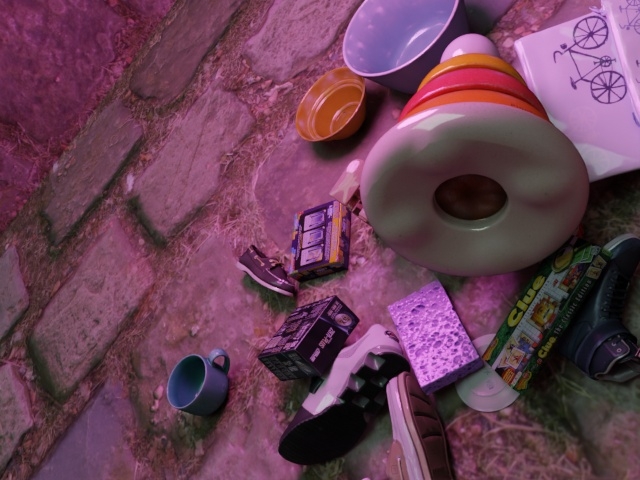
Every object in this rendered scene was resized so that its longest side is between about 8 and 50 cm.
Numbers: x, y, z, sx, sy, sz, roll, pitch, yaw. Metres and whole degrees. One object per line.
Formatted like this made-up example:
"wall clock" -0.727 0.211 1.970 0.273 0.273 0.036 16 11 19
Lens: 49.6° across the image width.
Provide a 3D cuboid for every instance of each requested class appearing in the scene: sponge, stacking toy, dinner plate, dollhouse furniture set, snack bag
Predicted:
"sponge" 0.209 0.175 1.286 0.117 0.031 0.210 -29 39 8
"stacking toy" 0.272 -0.207 1.219 0.350 0.350 0.480 -21 37 32
"dinner plate" 0.295 0.229 1.216 0.141 0.017 0.141 -22 53 32
"dollhouse furniture set" 0.176 -0.078 1.384 0.242 0.212 0.161 35 92 22
"snack bag" 0.522 -0.274 1.175 0.342 0.037 0.323 -15 72 20

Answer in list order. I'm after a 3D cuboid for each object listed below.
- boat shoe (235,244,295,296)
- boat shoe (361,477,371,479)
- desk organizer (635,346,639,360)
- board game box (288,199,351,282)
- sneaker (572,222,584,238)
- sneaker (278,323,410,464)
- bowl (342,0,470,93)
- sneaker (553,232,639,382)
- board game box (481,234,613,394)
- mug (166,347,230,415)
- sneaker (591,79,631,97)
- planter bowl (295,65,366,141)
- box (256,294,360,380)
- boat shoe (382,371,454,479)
"boat shoe" -0.127 0.070 1.654 0.227 0.081 0.069 27 88 50
"boat shoe" 0.048 0.512 1.231 0.063 0.066 0.184 35 88 34
"desk organizer" 0.496 0.174 0.980 0.050 0.130 0.047 28 84 46
"board game box" 0.000 0.000 1.608 0.141 0.048 0.170 -16 54 33
"sneaker" 0.383 -0.073 1.268 0.088 0.092 0.225 -51 41 5
"sneaker" 0.041 0.298 1.347 0.330 0.122 0.146 -46 23 15
"bowl" 0.222 -0.468 1.614 0.311 0.163 0.312 -22 52 31
"sneaker" 0.463 0.111 1.071 0.226 0.086 0.163 -58 30 11
"board game box" 0.362 0.112 1.127 0.260 0.030 0.136 -60 10 6
"mug" -0.266 0.335 1.603 0.157 0.097 0.130 -24 50 29
"sneaker" 0.556 -0.251 1.217 0.297 0.111 0.129 -46 48 12
"planter bowl" 0.048 -0.320 1.734 0.217 0.090 0.217 -23 51 32
"box" -0.026 0.200 1.404 0.147 0.077 0.180 -51 13 -31
"boat shoe" 0.157 0.374 1.169 0.103 0.113 0.302 -33 52 26
